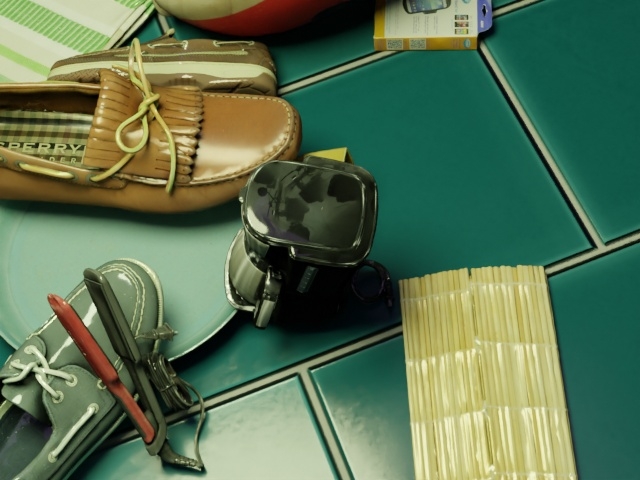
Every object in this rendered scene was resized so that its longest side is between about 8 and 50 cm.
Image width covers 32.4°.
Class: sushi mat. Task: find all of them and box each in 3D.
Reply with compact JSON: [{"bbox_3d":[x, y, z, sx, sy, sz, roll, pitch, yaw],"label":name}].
[{"bbox_3d":[0.161,0.168,1.056,0.151,0.019,0.316,-5,60,5],"label":"sushi mat"}]

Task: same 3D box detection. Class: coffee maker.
[{"bbox_3d":[0.000,0.000,1.048,0.171,0.178,0.120,-11,71,-16],"label":"coffee maker"}]

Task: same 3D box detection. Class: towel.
[{"bbox_3d":[-0.332,-0.284,1.355,0.248,0.038,0.325,28,69,21],"label":"towel"}]

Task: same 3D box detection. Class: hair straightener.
[{"bbox_3d":[-0.158,0.118,1.025,0.089,0.230,0.047,-40,25,-26],"label":"hair straightener"}]

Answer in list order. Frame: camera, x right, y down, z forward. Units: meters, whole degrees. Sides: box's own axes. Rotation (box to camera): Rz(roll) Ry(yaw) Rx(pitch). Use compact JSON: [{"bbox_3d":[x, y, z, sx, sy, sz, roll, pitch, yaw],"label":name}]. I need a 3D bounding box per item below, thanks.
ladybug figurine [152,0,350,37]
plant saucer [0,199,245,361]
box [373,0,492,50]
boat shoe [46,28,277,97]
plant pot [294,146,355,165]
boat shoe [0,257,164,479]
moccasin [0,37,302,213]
[{"bbox_3d":[0.000,-0.370,1.228,0.449,0.162,0.305,-28,37,25],"label":"ladybug figurine"},{"bbox_3d":[-0.208,0.004,1.176,0.318,0.043,0.317,-3,61,6],"label":"plant saucer"},{"bbox_3d":[0.132,-0.262,1.294,0.136,0.028,0.081,2,61,5],"label":"box"},{"bbox_3d":[-0.178,-0.191,1.258,0.258,0.095,0.095,2,57,-5],"label":"boat shoe"},{"bbox_3d":[-0.007,-0.043,1.160,0.083,0.081,0.081,1,61,19],"label":"plant pot"},{"bbox_3d":[-0.254,0.152,1.030,0.116,0.099,0.319,31,82,13],"label":"boat shoe"},{"bbox_3d":[-0.209,-0.116,1.134,0.380,0.147,0.139,6,62,10],"label":"moccasin"}]
